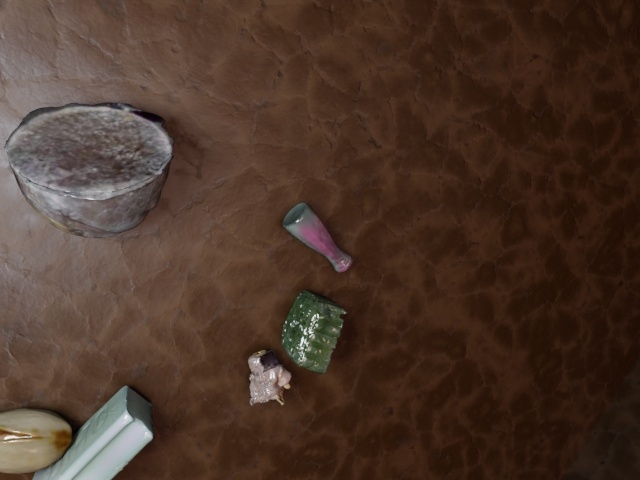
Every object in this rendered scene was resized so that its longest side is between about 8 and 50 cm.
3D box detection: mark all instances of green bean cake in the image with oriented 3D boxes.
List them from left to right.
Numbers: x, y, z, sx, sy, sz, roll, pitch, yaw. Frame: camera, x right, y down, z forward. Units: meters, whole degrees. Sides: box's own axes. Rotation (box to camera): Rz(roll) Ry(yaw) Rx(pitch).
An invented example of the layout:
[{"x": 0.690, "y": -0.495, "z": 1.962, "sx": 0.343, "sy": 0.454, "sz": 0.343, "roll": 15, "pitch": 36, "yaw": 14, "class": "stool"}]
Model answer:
[{"x": -0.027, "y": 0.231, "z": 1.253, "sx": 0.094, "sy": 0.173, "sz": 0.181, "roll": 20, "pitch": 92, "yaw": -22, "class": "green bean cake"}]

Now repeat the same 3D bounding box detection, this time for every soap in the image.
[{"x": -0.516, "y": 0.484, "z": 1.098, "sx": 0.289, "sy": 0.173, "sz": 0.095, "roll": -45, "pitch": 110, "yaw": -9, "class": "soap"}]

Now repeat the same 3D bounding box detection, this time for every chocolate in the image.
[{"x": -0.448, "y": -0.117, "z": 0.984, "sx": 0.303, "sy": 0.303, "sz": 0.213, "roll": -5, "pitch": 139, "yaw": -21, "class": "chocolate"}]

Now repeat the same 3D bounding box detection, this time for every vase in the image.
[{"x": 0.000, "y": 0.000, "z": 1.279, "sx": 0.086, "sy": 0.086, "sz": 0.214, "roll": -49, "pitch": 117, "yaw": -8, "class": "vase"}]

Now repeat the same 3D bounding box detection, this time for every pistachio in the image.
[{"x": -0.659, "y": 0.434, "z": 1.052, "sx": 0.215, "sy": 0.144, "sz": 0.144, "roll": 7, "pitch": 96, "yaw": -23, "class": "pistachio"}]

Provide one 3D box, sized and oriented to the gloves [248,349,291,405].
[{"x": -0.142, "y": 0.361, "z": 1.274, "sx": 0.110, "sy": 0.094, "sz": 0.144, "roll": 9, "pitch": 73, "yaw": -46, "class": "gloves"}]
